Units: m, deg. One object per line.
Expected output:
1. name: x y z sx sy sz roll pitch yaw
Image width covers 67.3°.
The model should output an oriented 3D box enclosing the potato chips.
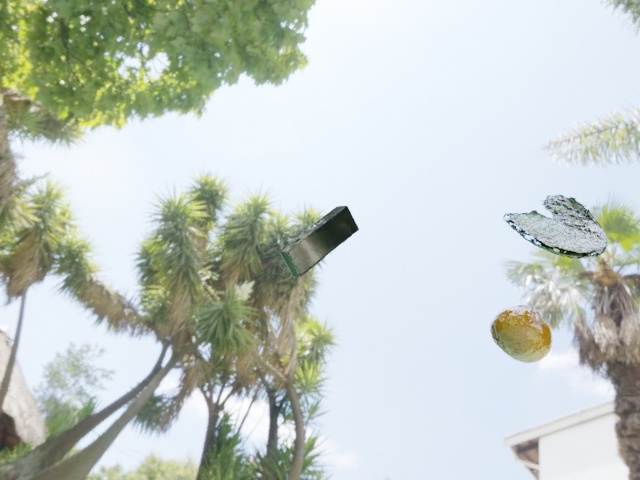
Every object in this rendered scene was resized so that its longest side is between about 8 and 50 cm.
1. potato chips: 0.509 -0.036 1.027 0.202 0.220 0.029 28 -45 26

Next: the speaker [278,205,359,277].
1. speaker: 0.000 0.000 1.242 0.044 0.218 0.082 5 -51 56

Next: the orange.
1. orange: 0.449 0.206 1.071 0.135 0.135 0.118 26 -69 0

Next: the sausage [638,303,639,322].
1. sausage: 0.782 0.127 1.111 0.074 0.074 0.274 0 -50 24
